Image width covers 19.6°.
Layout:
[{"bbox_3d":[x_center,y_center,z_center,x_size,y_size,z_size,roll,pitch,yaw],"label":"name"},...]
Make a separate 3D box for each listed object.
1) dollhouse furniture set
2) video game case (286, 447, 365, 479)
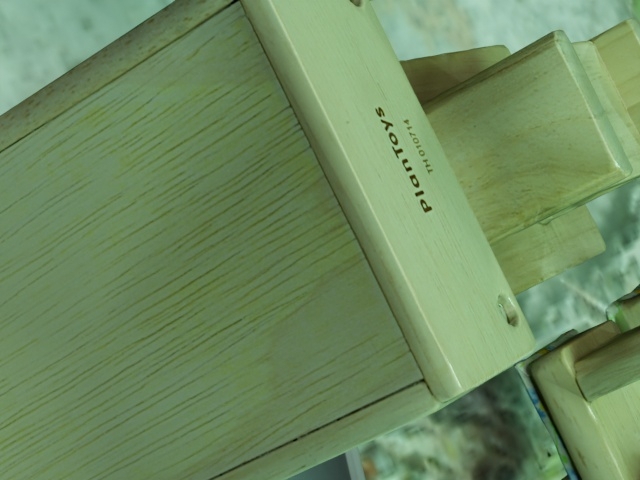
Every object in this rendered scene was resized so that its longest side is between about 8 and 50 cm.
[{"bbox_3d":[0.000,0.000,0.504,0.242,0.161,0.212,-19,82,-61],"label":"dollhouse furniture set"},{"bbox_3d":[-0.054,0.104,0.498,0.173,0.022,0.190,-5,76,-36],"label":"video game case"}]
